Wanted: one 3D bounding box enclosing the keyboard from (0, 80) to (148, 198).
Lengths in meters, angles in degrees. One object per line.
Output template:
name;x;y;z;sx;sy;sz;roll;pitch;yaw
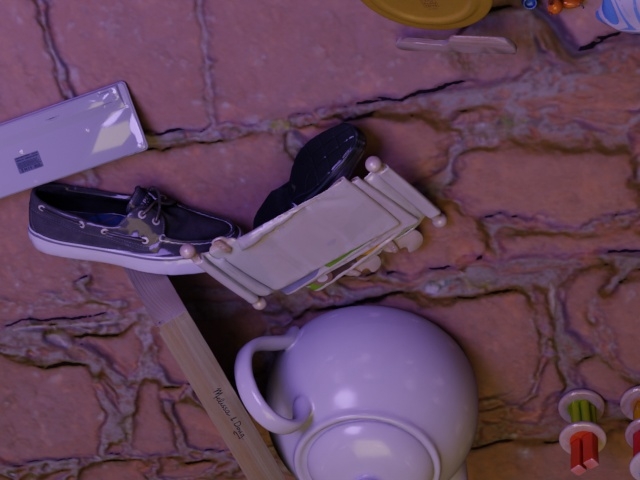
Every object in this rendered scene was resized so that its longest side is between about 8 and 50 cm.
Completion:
keyboard;-0.298;-0.089;1.419;0.256;0.014;0.072;-17;104;18

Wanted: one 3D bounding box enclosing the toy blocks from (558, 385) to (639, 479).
toy blocks;0.322;0.227;1.518;0.123;0.148;0.054;-5;125;9

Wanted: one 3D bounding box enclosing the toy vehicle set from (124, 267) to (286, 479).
toy vehicle set;-0.121;0.144;1.493;0.035;0.166;0.266;-30;122;-6

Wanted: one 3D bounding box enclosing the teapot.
teapot;0.049;0.204;1.507;0.256;0.187;0.252;0;126;7

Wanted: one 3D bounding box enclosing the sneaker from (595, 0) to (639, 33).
sneaker;0.257;-0.288;1.145;0.085;0.086;0.237;-1;94;-39

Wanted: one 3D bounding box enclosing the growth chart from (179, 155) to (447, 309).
growth chart;0.000;0.000;1.408;0.237;0.021;0.172;-26;144;12

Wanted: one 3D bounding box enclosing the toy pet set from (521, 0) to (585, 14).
toy pet set;0.236;-0.245;1.228;0.114;0.065;0.122;0;127;6

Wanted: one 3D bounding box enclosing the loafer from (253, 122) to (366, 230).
loafer;0.000;-0.052;1.408;0.061;0.062;0.170;15;134;-33

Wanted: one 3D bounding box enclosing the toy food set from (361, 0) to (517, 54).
toy food set;0.091;-0.249;1.226;0.128;0.071;0.218;2;155;27

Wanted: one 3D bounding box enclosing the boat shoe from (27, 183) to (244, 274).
boat shoe;-0.191;-0.023;1.436;0.229;0.080;0.076;8;129;9
